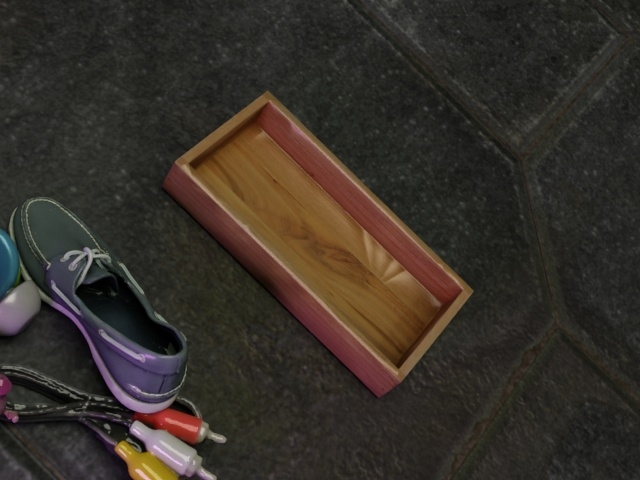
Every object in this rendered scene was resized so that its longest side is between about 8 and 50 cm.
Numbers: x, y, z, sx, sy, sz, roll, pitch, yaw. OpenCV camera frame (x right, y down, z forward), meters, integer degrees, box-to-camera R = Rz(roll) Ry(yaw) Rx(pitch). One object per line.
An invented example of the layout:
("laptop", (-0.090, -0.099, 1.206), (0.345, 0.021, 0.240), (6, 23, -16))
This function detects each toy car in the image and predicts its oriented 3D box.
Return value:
("toy car", (-0.402, 0.051, 1.030), (0.159, 0.136, 0.182), (42, 53, 1))

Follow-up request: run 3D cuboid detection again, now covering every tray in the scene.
("tray", (0.000, 0.000, 1.305), (0.411, 0.076, 0.203), (45, 52, 1))

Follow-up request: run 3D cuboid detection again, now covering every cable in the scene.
("cable", (-0.242, 0.193, 1.072), (0.287, 0.072, 0.139), (32, 48, -7))

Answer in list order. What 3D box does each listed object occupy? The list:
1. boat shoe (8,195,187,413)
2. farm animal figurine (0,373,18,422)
("boat shoe", (-0.257, 0.051, 1.106), (0.116, 0.099, 0.319), (-21, 63, -40))
("farm animal figurine", (-0.465, 0.129, 0.866), (0.326, 0.172, 0.330), (-5, 86, -35))
